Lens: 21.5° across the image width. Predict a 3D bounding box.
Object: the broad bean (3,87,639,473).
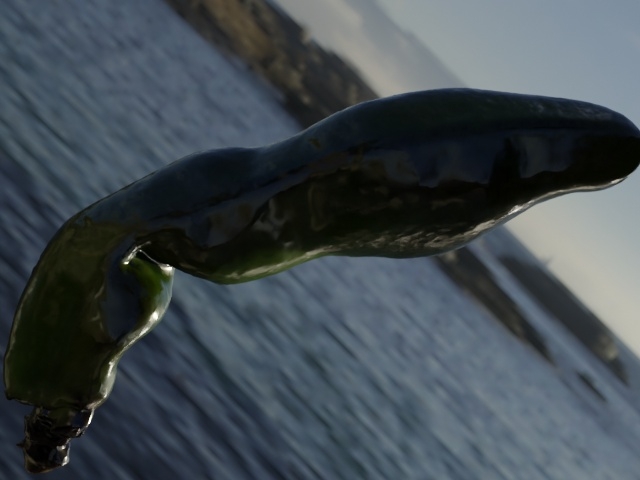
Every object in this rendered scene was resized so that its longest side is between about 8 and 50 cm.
[{"bbox_3d":[-0.005,-0.006,0.466,0.061,0.195,0.046,65,-9,-18],"label":"broad bean"}]
